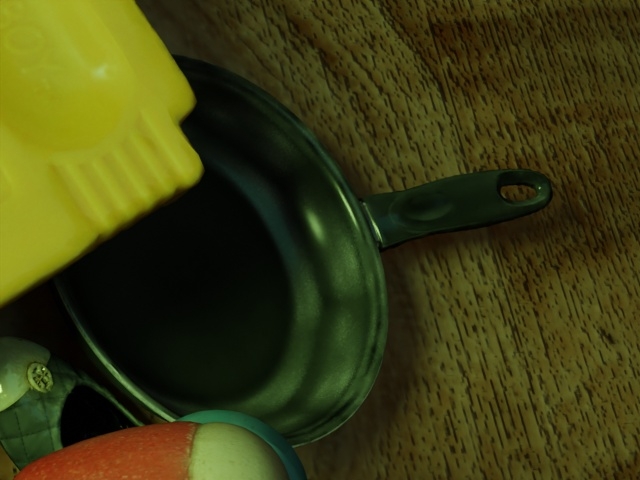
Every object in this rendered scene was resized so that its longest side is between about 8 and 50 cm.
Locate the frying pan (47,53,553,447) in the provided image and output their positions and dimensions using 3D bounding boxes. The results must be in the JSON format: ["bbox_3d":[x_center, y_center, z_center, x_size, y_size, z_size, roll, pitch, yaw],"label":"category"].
[{"bbox_3d":[-0.019,-0.023,0.799,0.197,0.053,0.326,53,41,-5],"label":"frying pan"}]

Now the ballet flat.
[{"bbox_3d":[-0.074,0.098,0.679,0.173,0.049,0.057,44,44,-14],"label":"ballet flat"}]

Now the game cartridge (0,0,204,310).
[{"bbox_3d":[-0.230,-0.069,0.572,0.324,0.053,0.285,-35,92,-29],"label":"game cartridge"}]

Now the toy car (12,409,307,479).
[{"bbox_3d":[-0.124,0.163,0.535,0.219,0.238,0.210,-82,172,-83],"label":"toy car"}]
